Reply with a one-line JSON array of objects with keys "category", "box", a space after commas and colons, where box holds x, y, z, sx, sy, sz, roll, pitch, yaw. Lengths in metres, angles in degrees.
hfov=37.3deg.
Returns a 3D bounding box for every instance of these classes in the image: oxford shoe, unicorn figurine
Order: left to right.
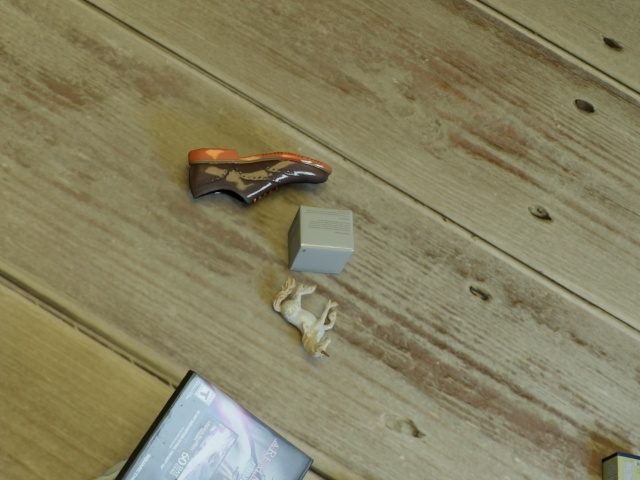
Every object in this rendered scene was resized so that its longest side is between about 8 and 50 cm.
[{"category": "oxford shoe", "box": [-0.112, -0.113, 1.777, 0.271, 0.097, 0.098, 2, 83, -10]}, {"category": "unicorn figurine", "box": [-0.018, 0.142, 1.682, 0.162, 0.060, 0.111, 30, 59, 20]}]

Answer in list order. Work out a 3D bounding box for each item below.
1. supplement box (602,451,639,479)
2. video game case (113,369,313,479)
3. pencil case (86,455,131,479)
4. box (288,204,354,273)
[{"category": "supplement box", "box": [0.551, 0.429, 1.683, 0.083, 0.056, 0.083, 13, 60, -9]}, {"category": "video game case", "box": [-0.154, 0.350, 1.440, 0.274, 0.026, 0.196, 42, 73, -29]}, {"category": "pencil case", "box": [-0.233, 0.353, 1.469, 0.273, 0.124, 0.113, -29, 34, -28]}, {"category": "box", "box": [0.000, 0.000, 1.729, 0.101, 0.102, 0.087, 5, 60, -14]}]
